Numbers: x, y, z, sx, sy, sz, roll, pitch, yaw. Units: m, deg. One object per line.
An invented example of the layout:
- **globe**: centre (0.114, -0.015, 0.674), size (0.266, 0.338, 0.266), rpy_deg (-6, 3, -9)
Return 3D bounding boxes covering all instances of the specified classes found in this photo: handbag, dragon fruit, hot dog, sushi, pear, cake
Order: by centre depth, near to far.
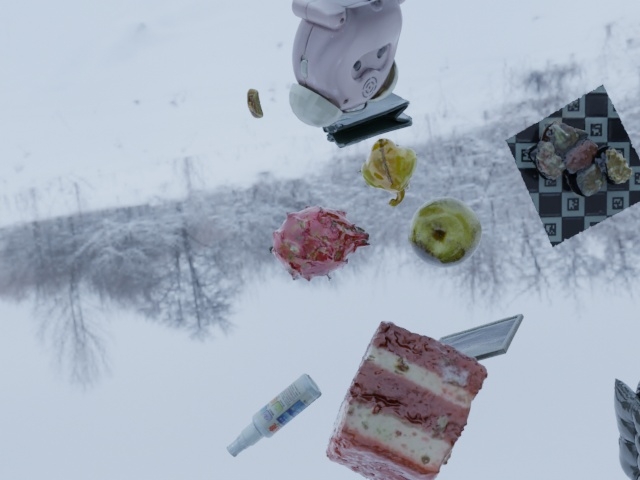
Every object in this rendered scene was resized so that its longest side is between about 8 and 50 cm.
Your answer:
- **sushi**: centre (0.607, -0.167, 1.676), size (0.294, 0.292, 0.059), rpy_deg (-29, -171, -9)
- **cake**: centre (0.189, 0.389, 1.684), size (0.269, 0.319, 0.270), rpy_deg (24, 153, 5)
- **dragon fruit**: centre (0.000, 0.000, 1.981), size (0.268, 0.210, 0.205), rpy_deg (-9, 160, -5)
- **pear**: centre (0.337, -0.023, 1.989), size (0.197, 0.197, 0.197), rpy_deg (-8, -177, 0)
- **hot dog**: centre (-0.180, -0.366, 1.994), size (0.030, 0.090, 0.034), rpy_deg (9, -139, 24)
- **handbag**: centre (0.114, -0.370, 2.172), size (0.260, 0.079, 0.247), rpy_deg (-19, -151, -12)

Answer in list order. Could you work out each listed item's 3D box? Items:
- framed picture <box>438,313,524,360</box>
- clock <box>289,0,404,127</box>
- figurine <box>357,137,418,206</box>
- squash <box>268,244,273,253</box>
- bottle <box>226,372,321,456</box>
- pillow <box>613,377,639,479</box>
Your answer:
- **framed picture**: centre (0.392, 0.274, 1.930), size (0.265, 0.018, 0.192), rpy_deg (-25, -171, 36)
- **clock**: centre (0.069, -0.465, 1.831), size (0.342, 0.326, 0.184), rpy_deg (-26, -130, -32)
- **figurine**: centre (0.180, -0.169, 1.857), size (0.156, 0.131, 0.246), rpy_deg (-18, 161, 14)
- **squash**: centre (-0.074, 0.001, 2.240), size (0.183, 0.052, 0.052), rpy_deg (-18, 179, 18)
- **bottle**: centre (-0.097, 0.352, 1.467), size (0.217, 0.060, 0.060), rpy_deg (-38, -178, 1)
- **pillow**: centre (0.687, 0.432, 1.441), size (0.101, 0.228, 0.326), rpy_deg (-12, -161, -3)
